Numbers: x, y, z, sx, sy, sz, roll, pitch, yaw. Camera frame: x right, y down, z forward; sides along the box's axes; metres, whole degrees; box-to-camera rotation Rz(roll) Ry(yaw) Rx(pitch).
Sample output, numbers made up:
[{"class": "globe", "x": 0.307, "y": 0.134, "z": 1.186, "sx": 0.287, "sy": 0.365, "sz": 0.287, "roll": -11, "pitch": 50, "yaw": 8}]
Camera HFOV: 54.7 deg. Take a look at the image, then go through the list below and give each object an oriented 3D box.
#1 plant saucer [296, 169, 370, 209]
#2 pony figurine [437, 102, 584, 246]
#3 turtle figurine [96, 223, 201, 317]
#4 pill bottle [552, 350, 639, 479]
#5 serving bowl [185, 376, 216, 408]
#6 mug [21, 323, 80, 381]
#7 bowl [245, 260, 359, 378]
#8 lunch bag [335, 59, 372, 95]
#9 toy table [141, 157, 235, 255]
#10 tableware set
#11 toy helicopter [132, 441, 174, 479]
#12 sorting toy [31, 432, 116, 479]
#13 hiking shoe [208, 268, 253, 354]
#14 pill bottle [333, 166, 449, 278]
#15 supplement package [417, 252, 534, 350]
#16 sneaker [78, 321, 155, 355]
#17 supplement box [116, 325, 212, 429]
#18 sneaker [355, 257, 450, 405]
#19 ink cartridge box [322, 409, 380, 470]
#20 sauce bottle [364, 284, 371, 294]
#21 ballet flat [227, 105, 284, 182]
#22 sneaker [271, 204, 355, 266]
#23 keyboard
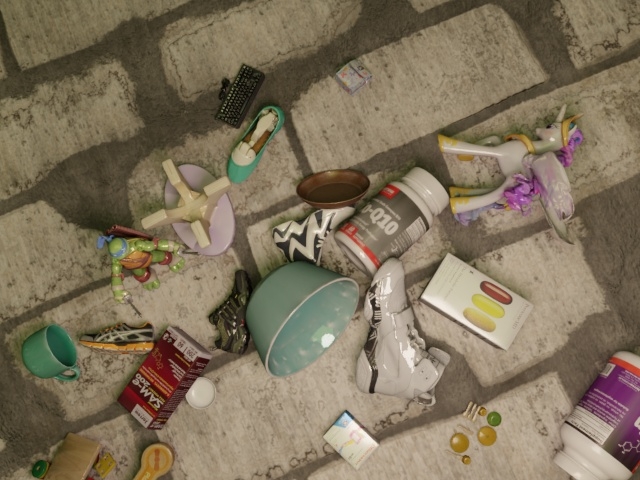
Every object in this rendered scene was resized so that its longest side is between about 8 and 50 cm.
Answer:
[{"class": "plant saucer", "x": 0.035, "y": -0.131, "z": 1.646, "sx": 0.198, "sy": 0.199, "sz": 0.036, "roll": -4, "pitch": 122, "yaw": 5}, {"class": "pony figurine", "x": 0.505, "y": -0.157, "z": 1.558, "sx": 0.363, "sy": 0.303, "sz": 0.351, "roll": -11, "pitch": 69, "yaw": 14}, {"class": "turtle figurine", "x": -0.430, "y": 0.088, "z": 1.593, "sx": 0.274, "sy": 0.266, "sz": 0.198, "roll": 19, "pitch": 84, "yaw": 8}, {"class": "pill bottle", "x": 0.702, "y": 0.437, "z": 1.477, "sx": 0.181, "sy": 0.181, "sz": 0.323, "roll": 37, "pitch": 87, "yaw": 9}, {"class": "serving bowl", "x": -0.316, "y": 0.407, "z": 1.656, "sx": 0.083, "sy": 0.027, "sz": 0.084, "roll": -1, "pitch": 82, "yaw": 6}, {"class": "mug", "x": -0.728, "y": 0.315, "z": 1.658, "sx": 0.097, "sy": 0.129, "sz": 0.158, "roll": -27, "pitch": 80, "yaw": 4}, {"class": "bowl", "x": -0.065, "y": 0.174, "z": 1.555, "sx": 0.311, "sy": 0.311, "sz": 0.163, "roll": -48, "pitch": 61, "yaw": -3}, {"class": "lunch bag", "x": 0.094, "y": -0.460, "z": 1.733, "sx": 0.083, "sy": 0.053, "sz": 0.071, "roll": -40, "pitch": 81, "yaw": -11}, {"class": "toy table", "x": -0.344, "y": -0.092, "z": 1.667, "sx": 0.252, "sy": 0.161, "sz": 0.274, "roll": -38, "pitch": 81, "yaw": -1}, {"class": "tableware set", "x": 0.393, "y": 0.496, "z": 1.580, "sx": 0.104, "sy": 0.024, "sz": 0.154, "roll": 27, "pitch": 84, "yaw": 5}, {"class": "toy helicopter", "x": -0.475, "y": 0.685, "z": 1.578, "sx": 0.234, "sy": 0.140, "sz": 0.355, "roll": 32, "pitch": 86, "yaw": 4}, {"class": "sorting toy", "x": -0.632, "y": 0.589, "z": 1.623, "sx": 0.274, "sy": 0.046, "sz": 0.132, "roll": 4, "pitch": 59, "yaw": 33}, {"class": "hiking shoe", "x": -0.243, "y": 0.188, "z": 1.652, "sx": 0.114, "sy": 0.086, "sz": 0.227, "roll": 3, "pitch": 83, "yaw": 3}, {"class": "pill bottle", "x": 0.186, "y": -0.050, "z": 1.602, "sx": 0.283, "sy": 0.161, "sz": 0.161, "roll": -43, "pitch": 80, "yaw": -8}, {"class": "supplement package", "x": 0.389, "y": 0.156, "z": 1.572, "sx": 0.244, "sy": 0.134, "sz": 0.139, "roll": 31, "pitch": 86, "yaw": 9}, {"class": "sneaker", "x": -0.547, "y": 0.264, "z": 1.680, "sx": 0.214, "sy": 0.084, "sz": 0.083, "roll": 1, "pitch": 68, "yaw": 2}, {"class": "supplement box", "x": -0.411, "y": 0.362, "z": 1.636, "sx": 0.130, "sy": 0.073, "sz": 0.239, "roll": 33, "pitch": 86, "yaw": 24}, {"class": "sneaker", "x": 0.215, "y": 0.231, "z": 1.520, "sx": 0.210, "sy": 0.137, "sz": 0.366, "roll": 15, "pitch": 107, "yaw": 23}, {"class": "ink cartridge box", "x": 0.080, "y": 0.512, "z": 1.591, "sx": 0.122, "sy": 0.052, "sz": 0.088, "roll": 42, "pitch": 87, "yaw": 8}, {"class": "sauce bottle", "x": 0.174, "y": 0.169, "z": 1.637, "sx": 0.042, "sy": 0.042, "sz": 0.128, "roll": -45, "pitch": 78, "yaw": -2}, {"class": "ballet flat", "x": -0.188, "y": -0.274, "z": 1.714, "sx": 0.083, "sy": 0.087, "sz": 0.247, "roll": 33, "pitch": 86, "yaw": 9}, {"class": "sneaker", "x": 0.000, "y": 0.000, "z": 1.658, "sx": 0.234, "sy": 0.094, "sz": 0.153, "roll": -20, "pitch": 89, "yaw": -6}, {"class": "keyboard", "x": -0.244, "y": -0.418, "z": 1.773, "sx": 0.108, "sy": 0.023, "sz": 0.180, "roll": 25, "pitch": 84, "yaw": 9}]
